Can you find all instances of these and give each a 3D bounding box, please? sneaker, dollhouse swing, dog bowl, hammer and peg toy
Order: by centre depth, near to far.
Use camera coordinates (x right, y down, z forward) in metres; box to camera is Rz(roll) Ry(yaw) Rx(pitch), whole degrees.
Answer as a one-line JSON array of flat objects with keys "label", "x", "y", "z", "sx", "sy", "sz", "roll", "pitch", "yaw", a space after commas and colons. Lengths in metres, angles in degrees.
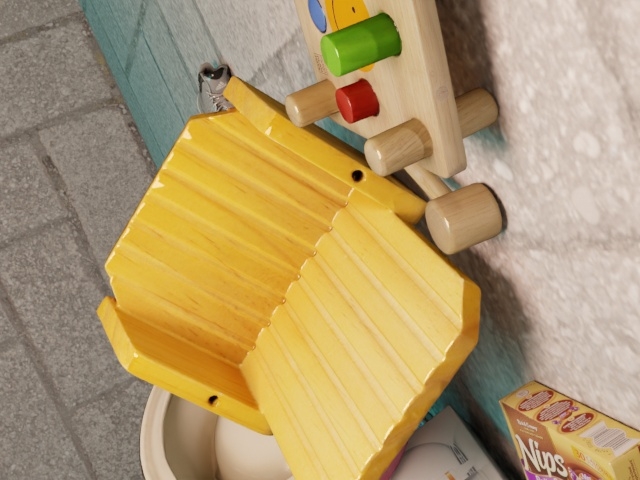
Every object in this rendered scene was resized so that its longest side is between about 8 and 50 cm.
[{"label": "hammer and peg toy", "x": 0.045, "y": -0.158, "z": 0.781, "sx": 0.266, "sy": 0.127, "sz": 0.362, "roll": 41, "pitch": 152, "yaw": 56}, {"label": "dollhouse swing", "x": -0.056, "y": 0.063, "z": 0.896, "sx": 0.315, "sy": 0.347, "sz": 0.305, "roll": 29, "pitch": -166, "yaw": -18}, {"label": "dog bowl", "x": -0.048, "y": 0.232, "z": 1.146, "sx": 0.150, "sy": 0.408, "sz": 0.408, "roll": 49, "pitch": 177, "yaw": -38}, {"label": "sneaker", "x": -0.177, "y": -0.240, "z": 1.490, "sx": 0.229, "sy": 0.086, "sz": 0.132, "roll": 55, "pitch": 160, "yaw": 33}]

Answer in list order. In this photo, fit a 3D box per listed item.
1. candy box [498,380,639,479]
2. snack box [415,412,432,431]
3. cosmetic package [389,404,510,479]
[{"label": "candy box", "x": 0.262, "y": 0.221, "z": 0.818, "sx": 0.109, "sy": 0.053, "sz": 0.186, "roll": 68, "pitch": 163, "yaw": -14}, {"label": "snack box", "x": 0.184, "y": 0.352, "z": 1.354, "sx": 0.064, "sy": 0.022, "sz": 0.178, "roll": 39, "pitch": 151, "yaw": 60}, {"label": "cosmetic package", "x": 0.161, "y": 0.439, "z": 1.010, "sx": 0.097, "sy": 0.284, "sz": 0.377, "roll": 45, "pitch": -173, "yaw": -48}]
